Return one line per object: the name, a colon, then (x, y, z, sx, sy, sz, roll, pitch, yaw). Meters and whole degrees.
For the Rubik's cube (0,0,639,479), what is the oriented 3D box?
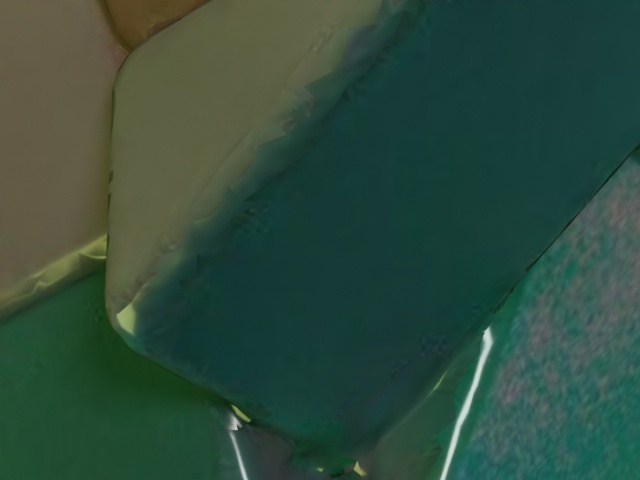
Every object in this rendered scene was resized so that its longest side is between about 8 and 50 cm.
Rubik's cube: (0.000, 0.000, 0.548, 0.358, 0.368, 0.387, -28, 105, 31)
